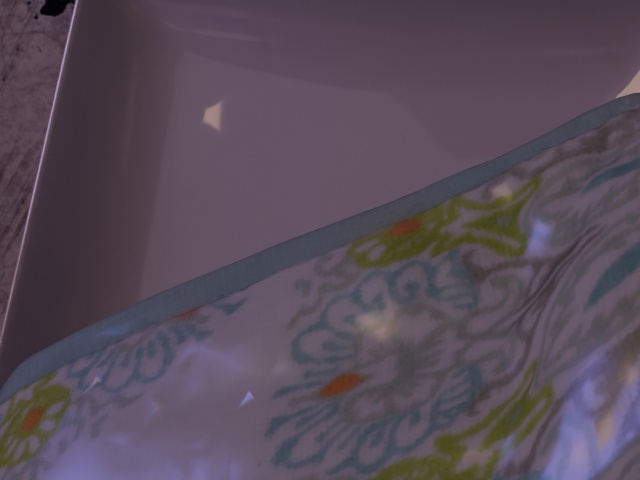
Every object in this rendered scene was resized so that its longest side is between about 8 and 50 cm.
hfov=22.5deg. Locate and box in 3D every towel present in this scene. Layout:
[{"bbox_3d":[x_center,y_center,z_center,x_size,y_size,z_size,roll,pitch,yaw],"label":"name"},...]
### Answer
[{"bbox_3d":[-0.002,0.107,0.563,0.374,0.090,0.320,-26,27,21],"label":"towel"}]

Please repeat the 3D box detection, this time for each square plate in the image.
[{"bbox_3d":[-0.001,0.035,0.758,0.049,0.344,0.347,24,-104,-60],"label":"square plate"}]
